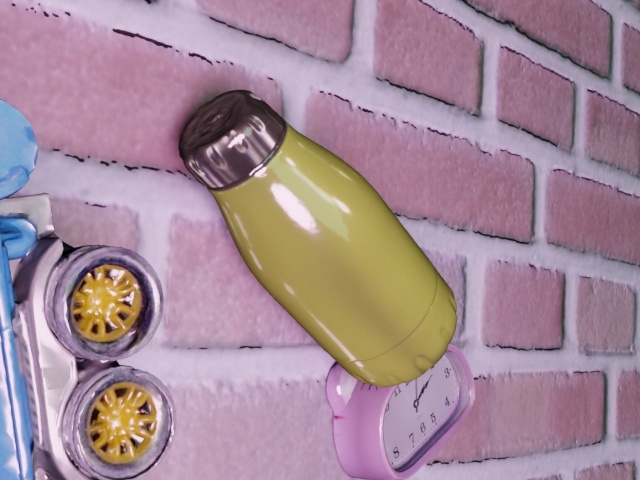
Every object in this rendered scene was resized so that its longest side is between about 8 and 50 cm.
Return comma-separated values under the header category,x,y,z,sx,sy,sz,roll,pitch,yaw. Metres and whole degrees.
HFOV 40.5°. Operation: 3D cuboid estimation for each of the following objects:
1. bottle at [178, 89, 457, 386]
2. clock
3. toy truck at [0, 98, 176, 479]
category,x,y,z,sx,sy,sz,roll,pitch,yaw
bottle,0.000,0.000,0.647,0.260,0.112,0.112,49,55,-34
clock,0.074,0.135,0.765,0.153,0.050,0.110,-32,111,-43
toy truck,-0.174,0.121,0.437,0.175,0.146,0.367,-10,93,-39
